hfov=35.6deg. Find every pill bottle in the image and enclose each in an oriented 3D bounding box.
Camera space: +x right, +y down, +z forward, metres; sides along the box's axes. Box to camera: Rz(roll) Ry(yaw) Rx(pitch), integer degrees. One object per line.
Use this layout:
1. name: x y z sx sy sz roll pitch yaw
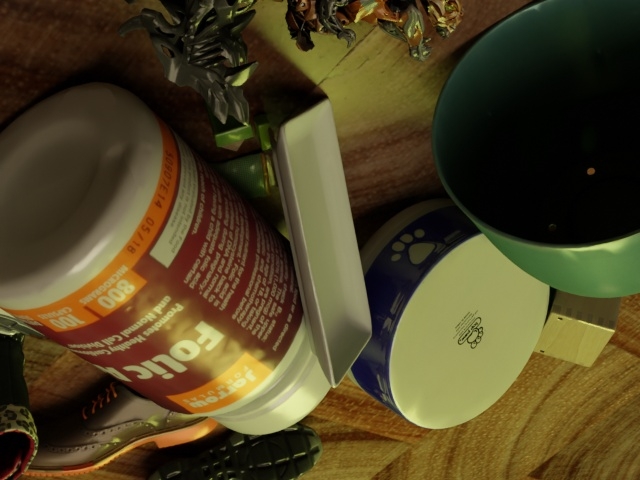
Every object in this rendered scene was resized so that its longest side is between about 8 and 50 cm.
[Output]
1. pill bottle: -0.148 0.042 1.000 0.224 0.224 0.392 -33 138 11

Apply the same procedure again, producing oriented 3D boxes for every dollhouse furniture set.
1. dollhouse furniture set: -0.079 -0.078 1.028 0.076 0.058 0.151 -17 140 -7

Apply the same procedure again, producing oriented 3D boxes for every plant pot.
1. plant pot: 0.290 -0.075 1.040 0.293 0.293 0.235 -30 145 9

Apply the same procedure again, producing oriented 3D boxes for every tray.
1. tray: 0.000 0.000 1.013 0.030 0.145 0.270 -5 106 20

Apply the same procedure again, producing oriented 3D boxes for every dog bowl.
1. dog bowl: 0.149 0.089 1.201 0.265 0.104 0.264 -17 121 -31

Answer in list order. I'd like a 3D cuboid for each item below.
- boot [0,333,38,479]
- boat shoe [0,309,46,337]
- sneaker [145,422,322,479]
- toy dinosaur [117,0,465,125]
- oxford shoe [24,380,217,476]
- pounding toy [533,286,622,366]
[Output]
1. boot: -0.383 0.203 1.104 0.085 0.178 0.236 13 128 -35
2. boat shoe: -0.321 0.050 1.035 0.102 0.108 0.301 -8 164 34
3. sneaker: -0.129 0.331 1.451 0.267 0.101 0.106 -15 161 -10
4. toy dinosaur: -0.047 -0.232 0.789 0.322 0.164 0.218 38 115 0
5. oxford shoe: -0.269 0.219 1.261 0.271 0.097 0.098 -15 120 -16
6. pounding toy: 0.343 0.072 1.352 0.094 0.181 0.206 16 152 7
